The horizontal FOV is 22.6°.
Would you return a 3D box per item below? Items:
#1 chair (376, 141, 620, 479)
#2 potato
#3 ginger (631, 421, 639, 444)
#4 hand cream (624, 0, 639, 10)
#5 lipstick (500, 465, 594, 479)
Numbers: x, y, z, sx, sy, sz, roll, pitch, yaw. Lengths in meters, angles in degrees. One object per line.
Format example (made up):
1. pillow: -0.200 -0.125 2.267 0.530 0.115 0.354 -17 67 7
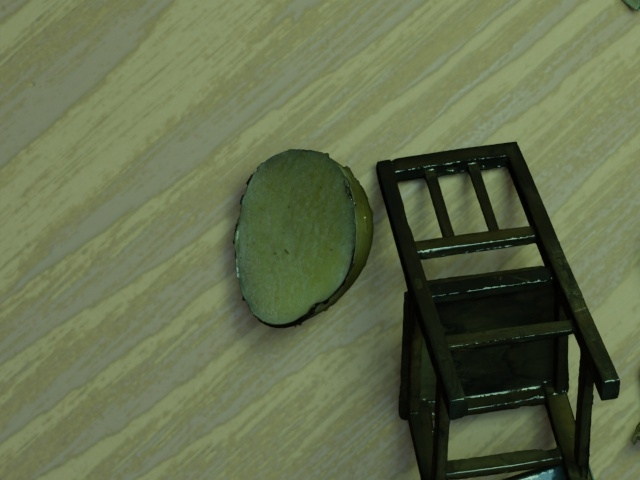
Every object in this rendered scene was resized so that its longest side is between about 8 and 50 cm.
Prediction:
1. chair: 0.184 0.112 1.810 0.203 0.416 0.241 -8 129 -4
2. potato: 0.000 0.000 1.833 0.182 0.117 0.202 -6 83 37
3. ginger: 0.465 0.183 1.871 0.214 0.059 0.133 2 76 -5
4. hand cream: 0.449 -0.352 1.932 0.205 0.050 0.078 -34 85 -11
5. lipstick: 0.161 0.326 1.830 0.317 0.066 0.068 -17 85 -5
